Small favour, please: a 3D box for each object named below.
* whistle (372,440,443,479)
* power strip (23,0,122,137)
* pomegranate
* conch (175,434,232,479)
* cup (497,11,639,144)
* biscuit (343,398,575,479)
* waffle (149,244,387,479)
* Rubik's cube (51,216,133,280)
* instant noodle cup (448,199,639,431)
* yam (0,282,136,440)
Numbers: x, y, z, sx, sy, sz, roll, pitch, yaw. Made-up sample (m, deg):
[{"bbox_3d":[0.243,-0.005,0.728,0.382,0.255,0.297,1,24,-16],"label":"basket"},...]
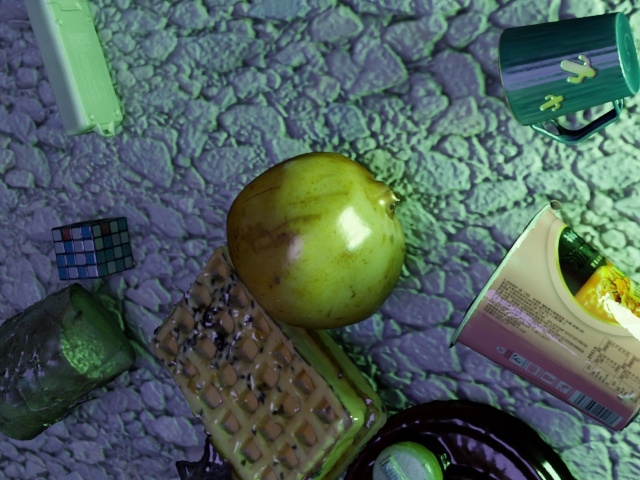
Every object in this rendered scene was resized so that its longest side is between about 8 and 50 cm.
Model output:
[{"bbox_3d":[0.149,0.381,1.777,0.104,0.057,0.198,-41,74,30],"label":"whistle"},{"bbox_3d":[-0.414,-0.326,2.041,0.058,0.098,0.338,-16,92,35],"label":"power strip"},{"bbox_3d":[0.000,0.000,1.771,0.264,0.264,0.264,7,104,30],"label":"pomegranate"},{"bbox_3d":[-0.131,0.449,1.998,0.241,0.186,0.313,-21,66,2],"label":"conch"},{"bbox_3d":[0.332,-0.210,1.612,0.155,0.131,0.176,-11,124,29],"label":"cup"},{"bbox_3d":[0.204,0.438,1.837,0.407,0.091,0.407,7,104,31],"label":"biscuit"},{"bbox_3d":[-0.087,0.208,1.910,0.376,0.114,0.261,53,124,25],"label":"waffle"},{"bbox_3d":[-0.385,0.014,2.098,0.092,0.092,0.092,-4,98,32],"label":"Rubik's cube"},{"bbox_3d":[0.334,0.114,1.629,0.255,0.244,0.244,34,116,11],"label":"instant noodle cup"},{"bbox_3d":[-0.458,0.211,2.126,0.271,0.201,0.202,-36,120,18],"label":"yam"}]
